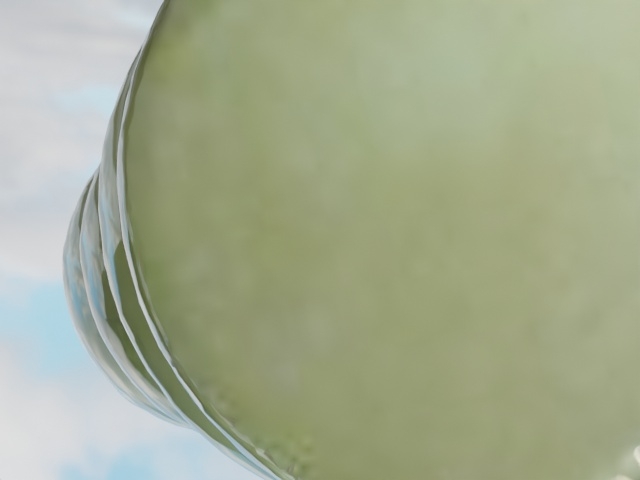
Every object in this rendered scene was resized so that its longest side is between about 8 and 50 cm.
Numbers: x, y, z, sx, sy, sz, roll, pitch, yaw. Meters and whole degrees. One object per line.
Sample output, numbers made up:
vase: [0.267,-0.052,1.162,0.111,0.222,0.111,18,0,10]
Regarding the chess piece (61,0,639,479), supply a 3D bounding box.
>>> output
chess piece: [0.000,0.000,0.454,0.144,0.144,0.251,1,174,-16]
